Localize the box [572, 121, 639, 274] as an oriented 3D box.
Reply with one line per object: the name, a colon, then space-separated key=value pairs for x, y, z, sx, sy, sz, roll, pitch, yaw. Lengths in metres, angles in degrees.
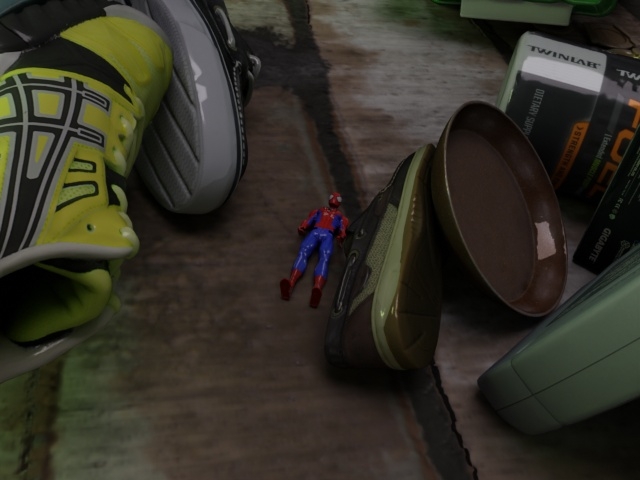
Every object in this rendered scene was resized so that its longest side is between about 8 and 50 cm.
box: x=0.298 y=-0.027 z=0.498 sx=0.175 sy=0.220 sz=0.051 roll=32 pitch=51 yaw=22

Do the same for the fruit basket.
fruit basket: x=0.273 y=-0.374 z=0.935 sx=0.327 sy=0.165 sz=0.353 roll=9 pitch=20 yaw=13

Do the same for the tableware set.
tableware set: x=0.332 y=-0.246 z=0.893 sx=0.168 sy=0.020 sz=0.141 roll=5 pitch=43 yaw=-7

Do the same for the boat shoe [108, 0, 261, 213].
boat shoe: x=-0.108 y=-0.161 z=0.636 sx=0.119 sy=0.121 sz=0.335 roll=9 pitch=48 yaw=-38

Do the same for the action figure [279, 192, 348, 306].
action figure: x=0.000 y=0.000 z=0.553 sx=0.038 sy=0.030 sz=0.115 roll=11 pitch=40 yaw=8

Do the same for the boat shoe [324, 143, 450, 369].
boat shoe: x=0.051 y=0.004 z=0.522 sx=0.073 sy=0.080 sz=0.223 roll=-12 pitch=35 yaw=24

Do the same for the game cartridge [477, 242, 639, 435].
game cartridge: x=0.216 y=0.010 z=0.394 sx=0.198 sy=0.297 sz=0.062 roll=-34 pitch=78 yaw=-36

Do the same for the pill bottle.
pill bottle: x=0.276 y=-0.090 z=0.630 sx=0.245 sy=0.130 sz=0.130 roll=18 pitch=43 yaw=8

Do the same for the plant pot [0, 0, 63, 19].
plant pot: x=-0.289 y=-0.146 z=0.486 sx=0.196 sy=0.293 sz=0.293 roll=35 pitch=45 yaw=1

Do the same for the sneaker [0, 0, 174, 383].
sneaker: x=-0.162 y=-0.015 z=0.398 sx=0.147 sy=0.145 sz=0.385 roll=25 pitch=40 yaw=-1

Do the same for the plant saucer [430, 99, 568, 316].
plant saucer: x=0.134 y=-0.022 z=0.542 sx=0.168 sy=0.029 sz=0.168 roll=22 pitch=58 yaw=-40
